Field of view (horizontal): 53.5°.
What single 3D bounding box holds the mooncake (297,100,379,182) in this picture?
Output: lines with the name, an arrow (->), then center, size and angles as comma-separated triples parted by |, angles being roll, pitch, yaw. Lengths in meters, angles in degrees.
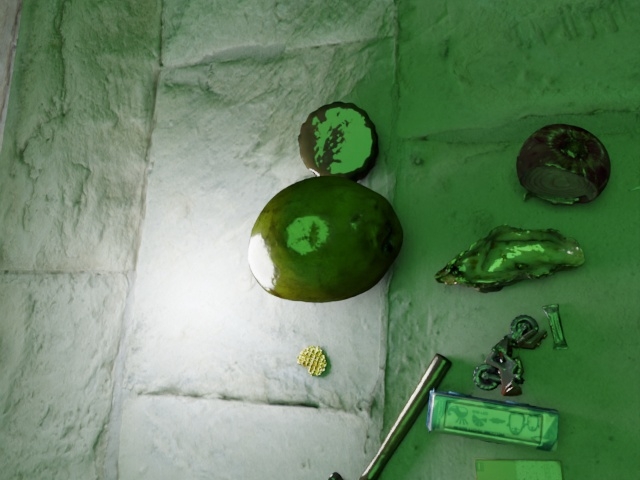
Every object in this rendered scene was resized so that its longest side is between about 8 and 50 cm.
mooncake -> 0.056, -0.262, 1.764 | 0.228, 0.124, 0.228 | -2, 82, 16

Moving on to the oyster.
oyster -> 0.452, 0.052, 1.553 | 0.341, 0.110, 0.166 | -26, 76, 11

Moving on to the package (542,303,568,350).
package -> 0.565, 0.208, 1.524 | 0.037, 0.015, 0.110 | -14, 73, 19

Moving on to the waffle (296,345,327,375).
waffle -> -0.021, 0.329, 1.725 | 0.078, 0.016, 0.085 | -40, 69, 10

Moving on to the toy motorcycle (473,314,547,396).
toy motorcycle -> 0.464, 0.284, 1.514 | 0.118, 0.084, 0.212 | 36, 88, 32

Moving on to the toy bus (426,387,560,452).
toy bus -> 0.397, 0.417, 1.474 | 0.297, 0.131, 0.106 | 6, 81, 13

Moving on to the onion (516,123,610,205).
onion -> 0.583, -0.191, 1.520 | 0.207, 0.200, 0.200 | 9, 82, 35

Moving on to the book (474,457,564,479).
book -> 0.467, 0.584, 1.484 | 0.199, 0.016, 0.138 | -6, 77, 20

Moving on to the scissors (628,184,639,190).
scissors -> 0.781, -0.133, 1.518 | 0.083, 0.006, 0.036 | -19, 74, 16

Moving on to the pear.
pear -> 0.000, 0.000, 1.608 | 0.413, 0.352, 0.352 | -20, 72, 28

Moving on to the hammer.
hammer -> 0.194, 0.478, 1.596 | 0.168, 0.044, 0.440 | 32, 92, 24
